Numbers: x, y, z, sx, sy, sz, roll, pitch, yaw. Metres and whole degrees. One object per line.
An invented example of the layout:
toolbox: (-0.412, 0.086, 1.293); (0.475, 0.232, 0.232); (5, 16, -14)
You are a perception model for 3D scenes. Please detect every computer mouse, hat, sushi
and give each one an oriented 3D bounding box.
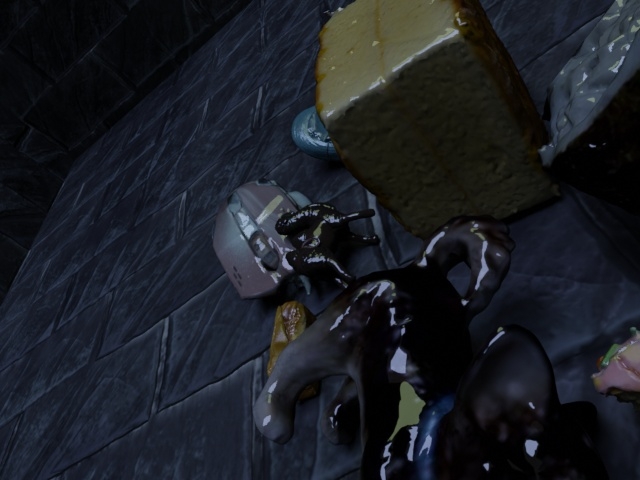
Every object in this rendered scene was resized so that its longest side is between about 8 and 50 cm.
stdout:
computer mouse: (-0.105, -0.010, 0.973); (0.199, 0.115, 0.389); (-47, 31, 6)
hat: (0.046, -0.204, 1.049); (0.191, 0.078, 0.138); (4, 64, 29)
sushi: (0.339, -0.143, 0.527); (0.348, 0.208, 0.234); (-56, -4, -34)

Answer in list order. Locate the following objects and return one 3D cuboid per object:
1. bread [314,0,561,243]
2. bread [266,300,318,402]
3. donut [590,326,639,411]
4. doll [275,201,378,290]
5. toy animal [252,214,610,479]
bread: (0.145, -0.178, 0.720); (0.207, 0.279, 0.279); (-27, 40, 25)
bread: (-0.033, 0.146, 0.754); (0.053, 0.074, 0.132); (-19, 42, 20)
donut: (0.297, 0.143, 0.357); (0.199, 0.085, 0.232); (-24, 38, 32)
doll: (0.000, 0.000, 0.837); (0.165, 0.057, 0.139); (11, 60, 24)
toy animal: (0.113, 0.141, 0.477); (0.302, 0.194, 0.344); (-49, 37, 7)
